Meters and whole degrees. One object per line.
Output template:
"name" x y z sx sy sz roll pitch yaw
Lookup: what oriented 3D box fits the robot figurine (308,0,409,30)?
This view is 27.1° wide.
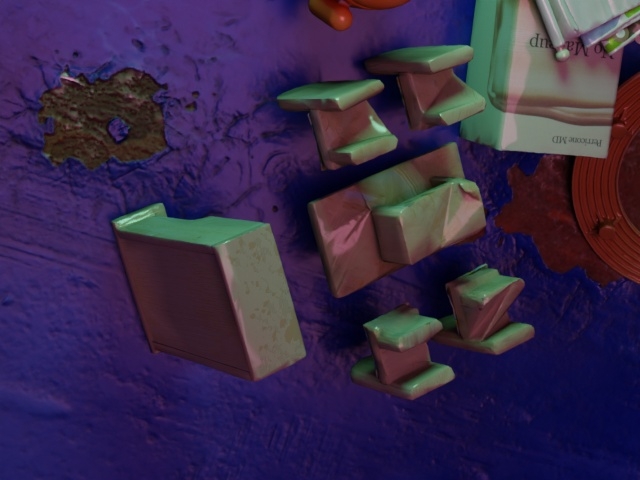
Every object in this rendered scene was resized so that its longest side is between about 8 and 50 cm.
"robot figurine" 0.053 -0.317 1.470 0.158 0.219 0.128 -24 106 -9

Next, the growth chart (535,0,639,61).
"growth chart" 0.347 -0.298 1.517 0.237 0.021 0.172 -24 108 -12

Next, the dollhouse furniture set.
"dollhouse furniture set" 0.000 0.000 1.562 0.394 0.256 0.362 -24 108 -30

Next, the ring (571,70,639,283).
"ring" 0.484 -0.077 1.662 0.337 0.032 0.336 1 118 1

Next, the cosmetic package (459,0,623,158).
"cosmetic package" 0.272 -0.254 1.584 0.153 0.129 0.296 2 101 -16
